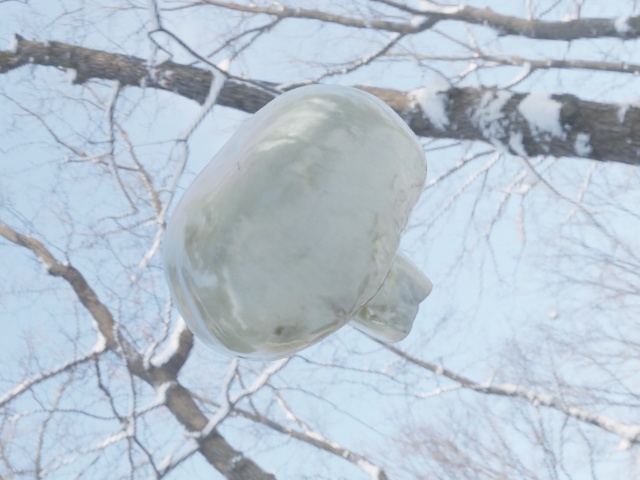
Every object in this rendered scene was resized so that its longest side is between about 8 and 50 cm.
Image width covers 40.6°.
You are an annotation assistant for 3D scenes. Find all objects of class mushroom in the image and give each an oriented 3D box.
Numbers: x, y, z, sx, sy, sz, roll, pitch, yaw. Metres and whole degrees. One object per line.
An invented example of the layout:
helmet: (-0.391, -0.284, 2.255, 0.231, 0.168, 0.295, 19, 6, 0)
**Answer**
mushroom: (0.000, 0.000, 0.763, 0.234, 0.260, 0.254, 38, -128, -20)
